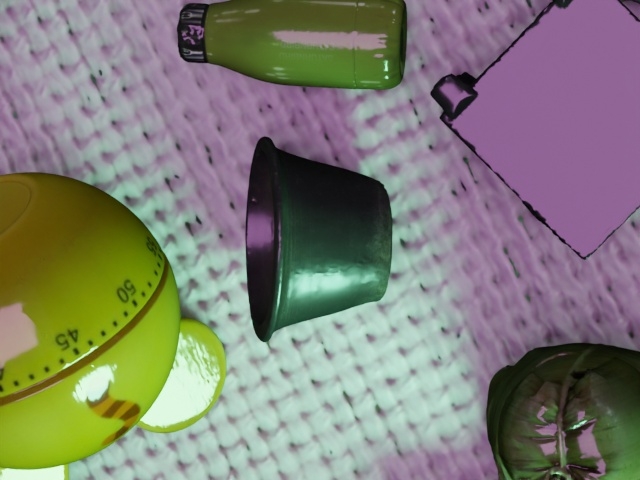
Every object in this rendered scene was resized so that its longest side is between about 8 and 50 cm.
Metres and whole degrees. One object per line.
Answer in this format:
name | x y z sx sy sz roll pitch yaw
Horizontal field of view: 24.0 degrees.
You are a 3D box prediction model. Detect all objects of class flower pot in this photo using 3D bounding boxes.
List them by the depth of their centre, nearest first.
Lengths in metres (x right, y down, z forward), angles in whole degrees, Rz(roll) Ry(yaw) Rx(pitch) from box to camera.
flower pot | 0.000 0.000 1.725 0.148 0.235 0.235 1 98 -10

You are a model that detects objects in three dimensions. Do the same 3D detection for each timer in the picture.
timer | -0.317 0.126 1.731 0.376 0.376 0.387 -18 119 11

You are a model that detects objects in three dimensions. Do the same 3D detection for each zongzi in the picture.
zongzi | 0.356 0.197 1.569 0.418 0.447 0.181 -3 89 5

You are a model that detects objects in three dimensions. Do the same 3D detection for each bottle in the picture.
bottle | -0.033 -0.234 1.733 0.260 0.112 0.112 4 98 8

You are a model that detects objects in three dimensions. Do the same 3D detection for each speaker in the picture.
speaker | 0.283 -0.146 1.662 0.254 0.184 0.232 45 101 4

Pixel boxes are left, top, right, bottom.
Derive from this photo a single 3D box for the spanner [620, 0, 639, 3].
spanner | 0.347 -0.326 1.683 0.325 0.040 0.095 48 132 2
